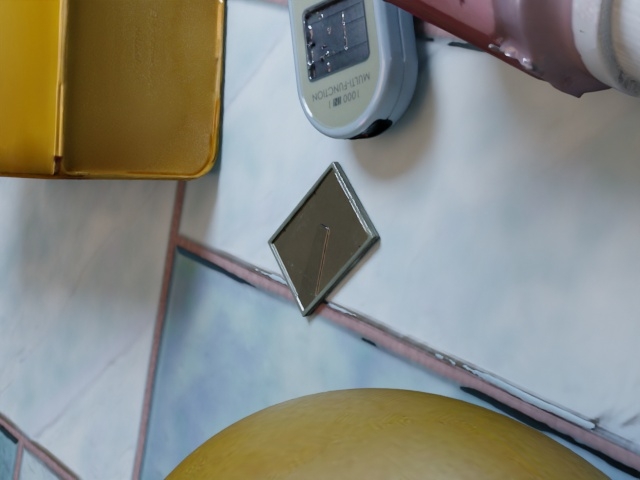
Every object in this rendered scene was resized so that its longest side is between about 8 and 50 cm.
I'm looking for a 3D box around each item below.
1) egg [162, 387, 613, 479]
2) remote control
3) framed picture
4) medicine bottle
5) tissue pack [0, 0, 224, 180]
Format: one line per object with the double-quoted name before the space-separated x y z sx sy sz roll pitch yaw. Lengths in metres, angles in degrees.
"egg" 0.048 0.221 0.544 0.351 0.282 0.282 40 119 44
"remote control" 0.015 -0.182 0.760 0.087 0.047 0.244 -13 80 45
"framed picture" 0.000 0.000 0.806 0.089 0.007 0.066 -50 55 36
"medicine bottle" 0.120 -0.146 0.570 0.247 0.147 0.147 37 117 41
"tissue pack" -0.211 -0.146 0.945 0.274 0.145 0.194 7 97 48
